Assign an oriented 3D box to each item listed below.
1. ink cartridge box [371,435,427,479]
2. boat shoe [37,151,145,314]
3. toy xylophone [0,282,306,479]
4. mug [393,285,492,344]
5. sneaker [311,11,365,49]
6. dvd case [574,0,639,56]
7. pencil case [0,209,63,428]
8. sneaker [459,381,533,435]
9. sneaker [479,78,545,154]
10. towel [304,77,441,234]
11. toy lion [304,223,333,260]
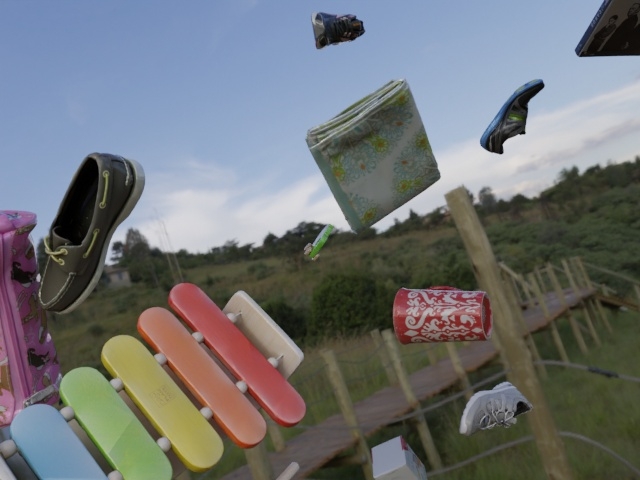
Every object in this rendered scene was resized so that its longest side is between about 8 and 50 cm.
[{"bbox_3d":[0.275,0.796,1.838,0.127,0.176,0.128,-30,22,13],"label":"ink cartridge box"},{"bbox_3d":[-0.407,-0.010,0.894,0.305,0.109,0.091,-59,-27,9],"label":"boat shoe"},{"bbox_3d":[-0.136,0.183,0.521,0.322,0.236,0.081,-39,-15,-52],"label":"toy xylophone"},{"bbox_3d":[0.245,0.133,1.052,0.169,0.150,0.113,-5,-39,31],"label":"mug"},{"bbox_3d":[0.039,-0.427,1.064,0.077,0.072,0.178,-3,23,24],"label":"sneaker"},{"bbox_3d":[0.667,-0.484,1.103,0.179,0.030,0.239,-3,-31,-8],"label":"dvd case"},{"bbox_3d":[-0.560,0.134,0.953,0.167,0.387,0.160,2,17,11],"label":"pencil case"},{"bbox_3d":[0.525,0.508,1.588,0.281,0.105,0.115,-16,30,-34],"label":"sneaker"},{"bbox_3d":[0.436,-0.275,1.192,0.188,0.078,0.067,-59,-8,29],"label":"sneaker"},{"bbox_3d":[0.160,-0.228,1.507,0.320,0.375,0.090,-32,39,-1],"label":"towel"},{"bbox_3d":[0.000,0.000,1.352,0.096,0.034,0.100,-52,7,5],"label":"toy lion"}]
